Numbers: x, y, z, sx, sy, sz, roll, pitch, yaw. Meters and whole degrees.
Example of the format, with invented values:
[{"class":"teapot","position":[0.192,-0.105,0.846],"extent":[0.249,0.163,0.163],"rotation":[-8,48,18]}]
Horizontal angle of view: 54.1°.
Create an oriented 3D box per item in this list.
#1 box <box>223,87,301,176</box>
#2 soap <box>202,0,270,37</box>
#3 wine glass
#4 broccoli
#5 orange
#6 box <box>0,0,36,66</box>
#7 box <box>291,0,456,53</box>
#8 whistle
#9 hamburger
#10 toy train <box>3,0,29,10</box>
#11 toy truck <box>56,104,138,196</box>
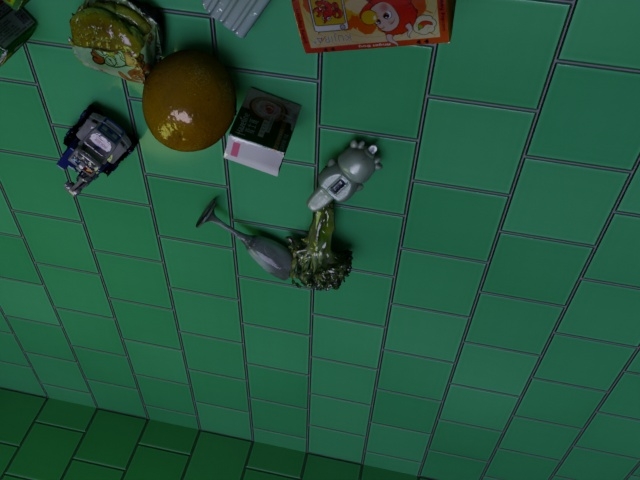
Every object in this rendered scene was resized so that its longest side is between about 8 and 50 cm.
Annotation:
[{"class":"box","position":[-0.134,-0.256,1.466],"extent":[0.135,0.199,0.081],"rotation":[19,134,-6]},{"class":"soap","position":[-0.151,-0.532,1.290],"extent":[0.119,0.067,0.198],"rotation":[35,133,-16]},{"class":"wine glass","position":[-0.254,0.035,1.886],"extent":[0.309,0.096,0.264],"rotation":[34,141,-19]},{"class":"broccoli","position":[-0.010,0.001,1.767],"extent":[0.198,0.177,0.275],"rotation":[12,115,55]},{"class":"orange","position":[-0.298,-0.317,1.429],"extent":[0.236,0.236,0.236],"rotation":[8,136,8]},{"class":"box","position":[-0.787,-0.520,1.411],"extent":[0.103,0.180,0.250],"rotation":[-22,123,28]},{"class":"box","position":[0.096,-0.506,1.142],"extent":[0.283,0.214,0.260],"rotation":[0,136,16]},{"class":"whistle","position":[0.056,-0.157,1.577],"extent":[0.253,0.105,0.102],"rotation":[-43,74,30]},{"class":"hamburger","position":[-0.464,-0.467,1.401],"extent":[0.214,0.125,0.235],"rotation":[15,147,-1]},{"class":"toy train","position":[-0.664,-0.621,1.292],"extent":[0.271,0.159,0.188],"rotation":[39,138,-23]},{"class":"toy truck","position":[-0.604,-0.229,1.649],"extent":[0.161,0.177,0.213],"rotation":[40,132,-21]}]
